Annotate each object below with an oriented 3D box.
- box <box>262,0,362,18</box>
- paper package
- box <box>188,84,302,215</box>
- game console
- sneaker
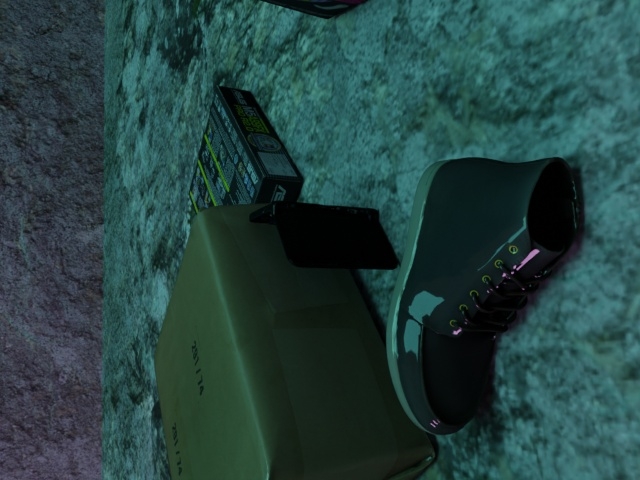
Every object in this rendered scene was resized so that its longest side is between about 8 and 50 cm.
[{"bbox_3d":[0.012,-0.334,0.584,0.270,0.165,0.143,6,93,62],"label":"box"},{"bbox_3d":[-0.065,0.175,0.683,0.309,0.168,0.324,-64,37,38],"label":"paper package"},{"bbox_3d":[-0.128,-0.081,0.930,0.270,0.060,0.216,60,138,45],"label":"box"},{"bbox_3d":[0.000,0.000,0.622,0.107,0.122,0.071,-17,72,60],"label":"game console"},{"bbox_3d":[0.117,0.045,0.447,0.118,0.083,0.221,4,90,61],"label":"sneaker"}]
